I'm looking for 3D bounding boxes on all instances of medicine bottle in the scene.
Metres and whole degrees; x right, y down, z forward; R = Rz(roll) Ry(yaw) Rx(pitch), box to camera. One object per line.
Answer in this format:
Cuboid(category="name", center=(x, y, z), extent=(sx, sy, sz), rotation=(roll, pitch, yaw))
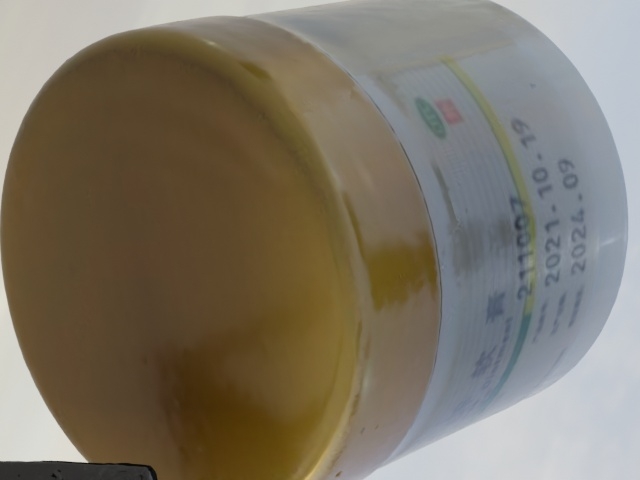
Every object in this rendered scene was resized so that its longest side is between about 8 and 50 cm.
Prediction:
Cuboid(category="medicine bottle", center=(0.000, 0.000, 0.947), extent=(0.232, 0.238, 0.238), rotation=(-16, 153, -46))

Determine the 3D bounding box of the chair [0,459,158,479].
Cuboid(category="chair", center=(-0.155, 0.181, 0.844), extent=(0.272, 0.188, 0.166), rotation=(-10, 100, -75))
